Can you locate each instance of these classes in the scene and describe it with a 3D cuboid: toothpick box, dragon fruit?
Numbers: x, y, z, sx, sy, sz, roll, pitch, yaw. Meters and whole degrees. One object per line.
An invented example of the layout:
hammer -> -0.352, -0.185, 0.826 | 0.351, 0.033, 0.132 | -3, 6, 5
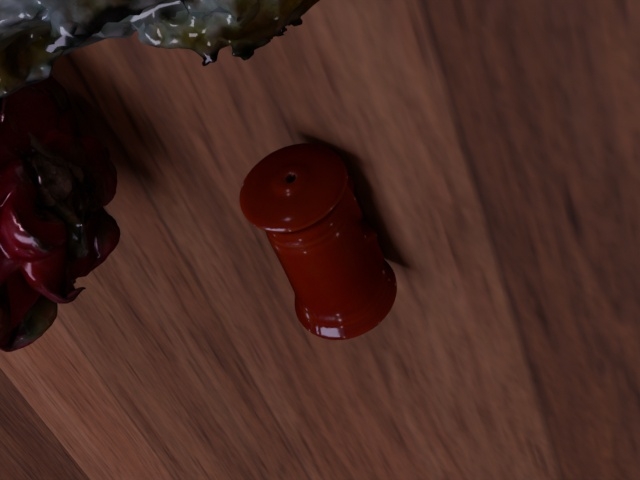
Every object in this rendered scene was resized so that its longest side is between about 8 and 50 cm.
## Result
toothpick box -> 0.000, 0.000, 0.653 | 0.047, 0.047, 0.083 | 26, 155, 34
dragon fruit -> -0.232, -0.052, 0.776 | 0.198, 0.218, 0.273 | -38, 100, 24

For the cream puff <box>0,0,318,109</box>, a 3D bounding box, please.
cream puff -> -0.070, -0.109, 0.447 | 0.156, 0.121, 0.156 | 5, 131, 6
